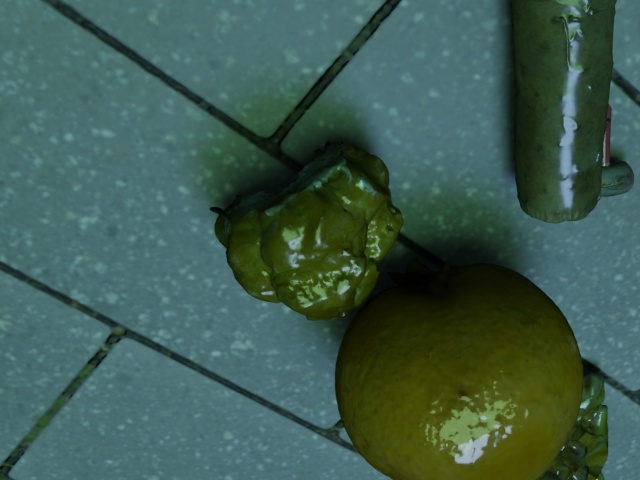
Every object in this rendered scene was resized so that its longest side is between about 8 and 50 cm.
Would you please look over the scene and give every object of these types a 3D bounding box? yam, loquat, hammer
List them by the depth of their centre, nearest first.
[{"bbox_3d":[0.177,-0.185,0.625,0.083,0.083,0.372,-9,124,-4],"label":"yam"},{"bbox_3d":[0.116,0.116,0.734,0.208,0.208,0.208,-4,122,-7],"label":"loquat"},{"bbox_3d":[0.242,-0.077,0.736,0.052,0.031,0.083,-9,112,-7],"label":"hammer"}]

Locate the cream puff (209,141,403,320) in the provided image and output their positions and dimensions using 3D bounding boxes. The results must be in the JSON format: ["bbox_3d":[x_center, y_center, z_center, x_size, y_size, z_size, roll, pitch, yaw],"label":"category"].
[{"bbox_3d":[0.001,0.001,0.688,0.156,0.121,0.156,-7,123,-12],"label":"cream puff"}]

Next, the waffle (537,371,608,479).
[{"bbox_3d":[0.209,0.234,0.907,0.204,0.054,0.223,-13,124,0],"label":"waffle"}]
